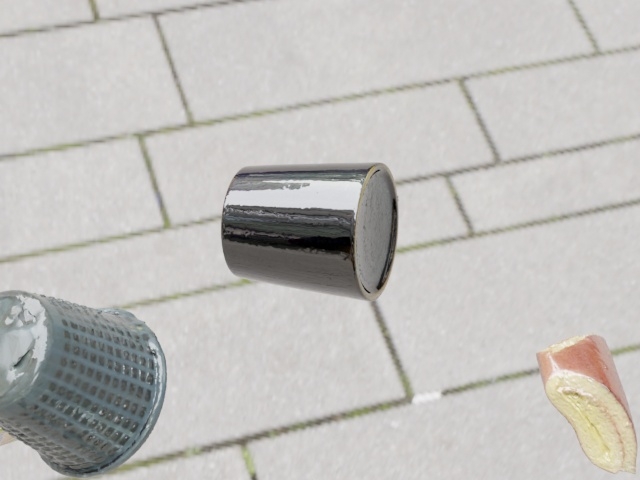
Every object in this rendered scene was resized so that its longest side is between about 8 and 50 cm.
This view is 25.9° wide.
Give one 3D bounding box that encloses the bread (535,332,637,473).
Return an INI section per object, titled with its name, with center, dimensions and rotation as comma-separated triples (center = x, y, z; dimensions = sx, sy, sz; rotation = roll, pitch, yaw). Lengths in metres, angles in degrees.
[bread]
center = 0.296, 0.161, 1.548
dimensions = 0.119, 0.067, 0.192
rotation = 40, 26, -35

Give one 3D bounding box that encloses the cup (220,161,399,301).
[cup]
center = -0.006, 0.010, 1.714
dimensions = 0.177, 0.239, 0.166
rotation = 4, 48, 20

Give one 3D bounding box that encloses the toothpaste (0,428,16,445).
[toothpaste]
center = -0.415, 0.230, 1.982
dimensions = 0.327, 0.110, 0.077
rotation = -17, 77, -24

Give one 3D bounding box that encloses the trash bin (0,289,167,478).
[trash bin]
center = -0.262, 0.124, 1.338
dimensions = 0.175, 0.161, 0.175
rotation = -13, 61, 26
